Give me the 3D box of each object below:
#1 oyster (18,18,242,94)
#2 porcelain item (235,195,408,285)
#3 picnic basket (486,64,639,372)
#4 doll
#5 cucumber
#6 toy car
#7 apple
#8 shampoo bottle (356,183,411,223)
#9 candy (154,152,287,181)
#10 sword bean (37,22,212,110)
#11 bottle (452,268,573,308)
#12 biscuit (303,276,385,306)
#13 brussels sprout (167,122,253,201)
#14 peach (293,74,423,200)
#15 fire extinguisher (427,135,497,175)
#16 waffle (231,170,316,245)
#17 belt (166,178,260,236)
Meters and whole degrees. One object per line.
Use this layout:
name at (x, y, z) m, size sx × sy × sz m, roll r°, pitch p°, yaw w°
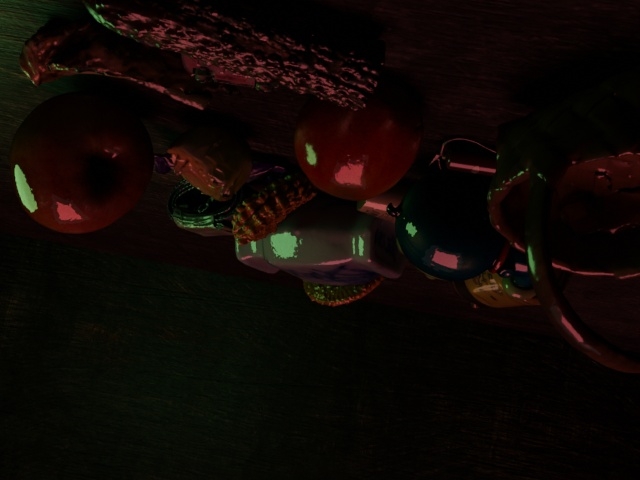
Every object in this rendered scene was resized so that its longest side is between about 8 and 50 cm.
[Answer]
oyster at (-0.256, -0.249, 1.006) m, size 0.294 × 0.094 × 0.166 m, roll 2°, pitch -177°, yaw -32°
porcelain item at (0.000, 0.000, 1.693) m, size 0.405 × 0.179 × 0.242 m, roll -1°, pitch 162°, yaw 38°
picnic basket at (0.351, -0.002, 0.845) m, size 0.293 × 0.337 × 0.337 m, roll 30°, pitch 162°, yaw -24°
doll at (0.271, -0.019, 1.286) m, size 0.321 × 0.199 × 0.186 m, roll 10°, pitch 147°, yaw -9°
cucumber at (-0.105, -0.247, 0.838) m, size 0.359 × 0.096 × 0.096 m, roll 16°, pitch 168°, yaw -11°
toy car at (-0.110, -0.239, 0.939) m, size 0.142 × 0.069 × 0.055 m, roll 10°, pitch -152°, yaw 5°
apple at (-0.423, -0.137, 1.259) m, size 0.253 × 0.254 × 0.253 m, roll 11°, pitch 169°, yaw 2°
shampoo bottle at (0.206, -0.060, 1.445) m, size 0.256 × 0.078 × 0.127 m, roll 16°, pitch 163°, yaw -12°
candy at (-0.207, -0.147, 1.451) m, size 0.275 × 0.070 × 0.145 m, roll 3°, pitch 177°, yaw -9°
sword bean at (-0.291, -0.258, 1.080) m, size 0.269 × 0.038 × 0.043 m, roll 19°, pitch 168°, yaw -29°
bottle at (0.417, 0.072, 1.665) m, size 0.171 × 0.172 × 0.351 m, roll 14°, pitch 169°, yaw -11°
biscuit at (0.066, 0.060, 1.805) m, size 0.253 × 0.254 × 0.035 m, roll 2°, pitch 140°, yaw 38°
brussels sprout at (-0.191, -0.153, 1.298) m, size 0.151 × 0.122 × 0.149 m, roll 26°, pitch 153°, yaw 26°
peach at (0.055, -0.157, 1.040) m, size 0.190 × 0.192 × 0.190 m, roll 19°, pitch -155°, yaw -9°
fire extinguisher at (0.254, -0.134, 1.150) m, size 0.157 × 0.045 × 0.078 m, roll 10°, pitch 140°, yaw 10°
waffle at (-0.098, -0.066, 1.504) m, size 0.197 × 0.070 × 0.193 m, roll -31°, pitch 171°, yaw -35°
belt at (-0.235, -0.074, 1.655) m, size 0.230 × 0.140 × 0.126 m, roll 1°, pitch 164°, yaw 32°
